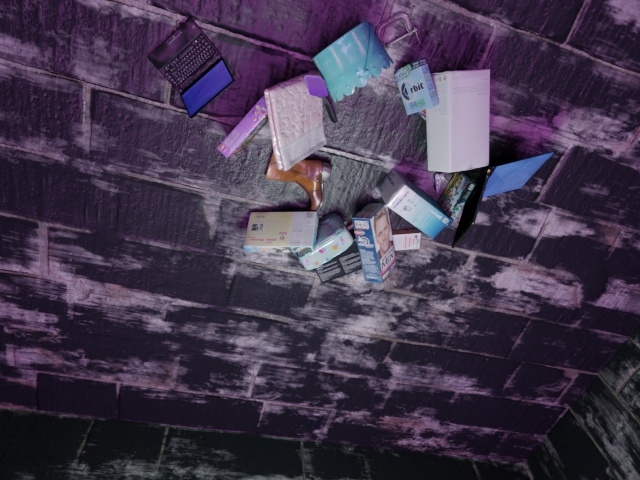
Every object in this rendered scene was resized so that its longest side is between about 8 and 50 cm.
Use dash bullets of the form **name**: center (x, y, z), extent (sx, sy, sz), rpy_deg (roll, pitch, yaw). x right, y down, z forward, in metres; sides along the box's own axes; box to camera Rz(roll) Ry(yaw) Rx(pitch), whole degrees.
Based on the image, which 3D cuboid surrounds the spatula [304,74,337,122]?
- **spatula**: center (0.018, -0.554, 1.678), extent (0.084, 0.296, 0.031), rpy_deg (12, 79, 23)

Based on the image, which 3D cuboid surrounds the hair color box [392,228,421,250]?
- **hair color box**: center (0.413, -0.004, 2.112), extent (0.167, 0.053, 0.093), rpy_deg (-3, 121, -2)

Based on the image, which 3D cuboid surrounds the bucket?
- **bucket**: center (0.117, -0.671, 1.576), extent (0.281, 0.281, 0.183), rpy_deg (-30, 110, 12)

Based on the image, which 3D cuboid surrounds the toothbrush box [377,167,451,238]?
- **toothbrush box**: center (0.422, -0.171, 1.922), extent (0.295, 0.216, 0.126), rpy_deg (33, 112, -22)

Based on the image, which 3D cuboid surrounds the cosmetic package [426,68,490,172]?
- **cosmetic package**: center (0.557, -0.482, 1.709), extent (0.217, 0.156, 0.386), rpy_deg (-11, 108, -23)

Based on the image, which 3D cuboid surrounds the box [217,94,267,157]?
- **box**: center (-0.272, -0.466, 1.688), extent (0.293, 0.201, 0.057), rpy_deg (-42, 99, 18)

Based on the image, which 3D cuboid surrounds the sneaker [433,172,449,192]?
- **sneaker**: center (0.572, -0.273, 1.980), extent (0.069, 0.038, 0.098), rpy_deg (-10, 121, 1)

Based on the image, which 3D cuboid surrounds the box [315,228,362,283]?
- **box**: center (0.090, 0.080, 2.099), extent (0.260, 0.103, 0.185), rpy_deg (-21, 124, 7)

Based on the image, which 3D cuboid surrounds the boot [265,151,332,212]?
- **boot**: center (-0.111, -0.256, 1.892), extent (0.279, 0.096, 0.264), rpy_deg (12, 122, -10)

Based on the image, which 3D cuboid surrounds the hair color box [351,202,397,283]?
- **hair color box**: center (0.264, 0.012, 2.010), extent (0.105, 0.174, 0.348), rpy_deg (5, 122, 36)

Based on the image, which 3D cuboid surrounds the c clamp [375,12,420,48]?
- **c clamp**: center (0.302, -0.811, 1.652), extent (0.160, 0.022, 0.137), rpy_deg (-21, 120, 6)

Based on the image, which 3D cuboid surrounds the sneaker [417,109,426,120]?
- **sneaker**: center (0.473, -0.539, 1.788), extent (0.221, 0.087, 0.083), rpy_deg (33, 111, -22)

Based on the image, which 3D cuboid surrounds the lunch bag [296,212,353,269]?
- **lunch bag**: center (0.000, 0.000, 1.981), extent (0.279, 0.224, 0.108), rpy_deg (-31, 124, 6)

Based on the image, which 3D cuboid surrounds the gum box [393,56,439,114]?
- **gum box**: center (0.380, -0.609, 1.675), extent (0.041, 0.157, 0.185), rpy_deg (-28, 105, -22)

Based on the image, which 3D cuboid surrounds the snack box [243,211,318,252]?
- **snack box**: center (-0.178, -0.038, 1.913), extent (0.321, 0.187, 0.060), rpy_deg (0, 150, 11)

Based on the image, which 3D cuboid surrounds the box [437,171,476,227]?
- **box**: center (0.615, -0.197, 1.958), extent (0.044, 0.159, 0.233), rpy_deg (18, 116, -14)

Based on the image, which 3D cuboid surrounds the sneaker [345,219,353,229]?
- **sneaker**: center (0.178, -0.084, 2.052), extent (0.119, 0.047, 0.057), rpy_deg (-35, 129, 15)

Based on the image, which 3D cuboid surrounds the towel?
- **towel**: center (-0.083, -0.475, 1.655), extent (0.053, 0.332, 0.317), rpy_deg (13, 126, 29)

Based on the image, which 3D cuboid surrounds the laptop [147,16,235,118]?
- **laptop**: center (-0.494, -0.652, 1.599), extent (0.234, 0.137, 0.264), rpy_deg (-34, 117, 13)

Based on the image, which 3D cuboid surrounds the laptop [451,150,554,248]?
- **laptop**: center (0.781, -0.163, 1.846), extent (0.236, 0.382, 0.409), rpy_deg (19, 77, 11)
